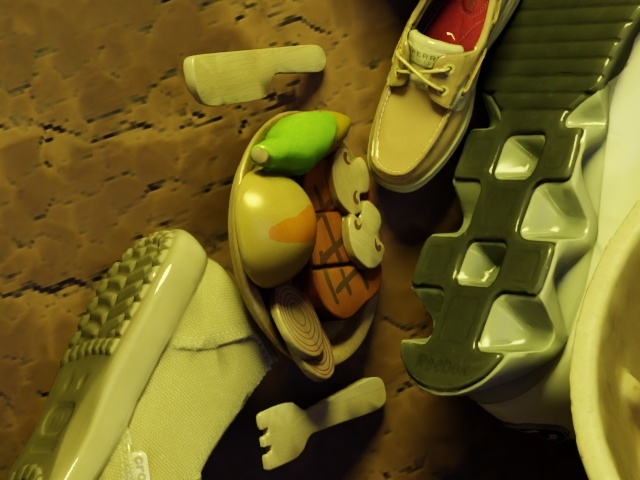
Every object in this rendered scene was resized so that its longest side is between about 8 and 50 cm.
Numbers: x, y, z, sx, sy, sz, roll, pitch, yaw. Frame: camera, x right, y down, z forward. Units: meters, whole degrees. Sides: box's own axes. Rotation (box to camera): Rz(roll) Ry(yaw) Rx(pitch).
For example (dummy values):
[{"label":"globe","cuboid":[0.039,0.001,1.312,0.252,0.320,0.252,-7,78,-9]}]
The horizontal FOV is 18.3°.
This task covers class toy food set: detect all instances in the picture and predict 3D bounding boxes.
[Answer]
[{"label":"toy food set","cuboid":[0.000,0.000,0.937,0.132,0.038,0.192,-19,99,-57]}]

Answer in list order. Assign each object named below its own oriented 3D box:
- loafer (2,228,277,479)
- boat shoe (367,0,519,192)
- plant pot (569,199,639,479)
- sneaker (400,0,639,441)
[{"label":"loafer","cuboid":[-0.098,0.127,0.903,0.092,0.102,0.269,31,78,-18]},{"label":"boat shoe","cuboid":[0.056,-0.090,0.975,0.050,0.045,0.135,20,82,22]},{"label":"plant pot","cuboid":[0.308,0.137,0.915,0.334,0.334,0.305,-38,136,-15]},{"label":"sneaker","cuboid":[0.159,-0.056,0.996,0.146,0.122,0.331,27,83,-33]}]
